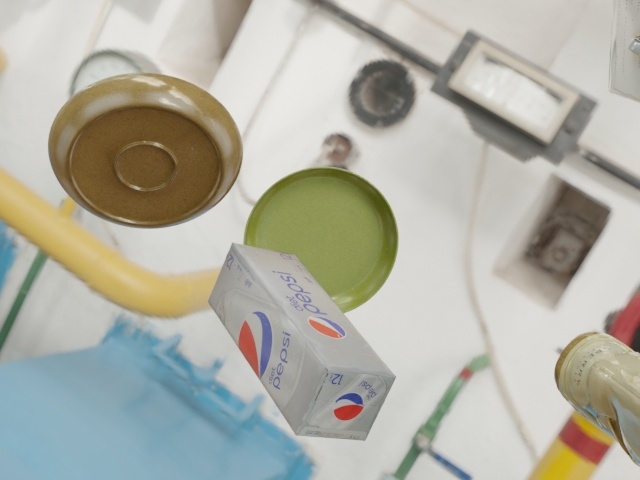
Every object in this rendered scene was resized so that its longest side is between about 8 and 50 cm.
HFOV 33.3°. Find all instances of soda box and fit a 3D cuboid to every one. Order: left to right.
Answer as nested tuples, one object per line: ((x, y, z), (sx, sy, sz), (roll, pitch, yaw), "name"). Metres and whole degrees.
((-0.031, 0.112, 1.254), (0.098, 0.091, 0.286), (11, 22, -33), "soda box")

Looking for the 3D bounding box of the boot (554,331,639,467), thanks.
((0.330, 0.180, 0.863), (0.262, 0.095, 0.203), (37, 0, -13), "boot")

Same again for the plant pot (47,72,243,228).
((-0.211, -0.096, 1.299), (0.236, 0.236, 0.032), (22, 36, -25), "plant pot")

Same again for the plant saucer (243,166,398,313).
((0.000, 0.000, 1.658), (0.240, 0.241, 0.037), (25, 12, -12), "plant saucer")

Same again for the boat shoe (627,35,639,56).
((0.370, -0.208, 1.127), (0.142, 0.040, 0.049), (-8, 40, -48), "boat shoe")

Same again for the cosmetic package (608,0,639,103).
((0.612, -0.343, 1.470), (0.329, 0.328, 0.394), (0, 14, -1), "cosmetic package")
